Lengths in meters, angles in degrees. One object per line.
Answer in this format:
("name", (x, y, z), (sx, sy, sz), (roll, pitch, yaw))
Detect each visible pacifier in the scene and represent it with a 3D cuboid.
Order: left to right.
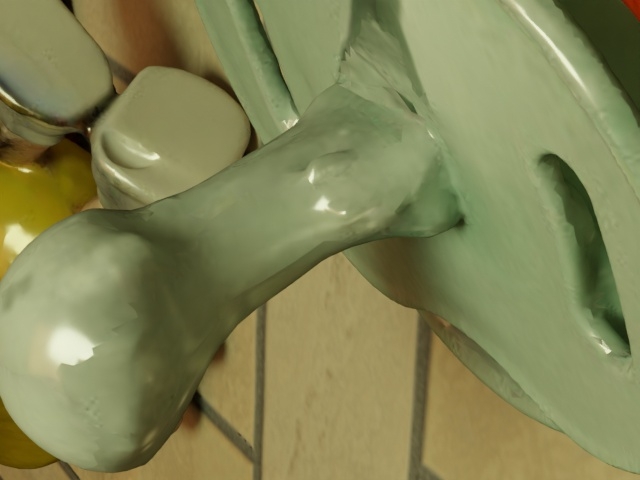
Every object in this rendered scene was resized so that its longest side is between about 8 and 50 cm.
("pacifier", (0.000, 0.000, 0.612), (0.343, 0.269, 0.288), (40, 159, 53))

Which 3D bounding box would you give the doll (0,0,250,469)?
("doll", (-0.201, -0.009, 1.037), (0.423, 0.161, 0.348), (-12, 109, 50))

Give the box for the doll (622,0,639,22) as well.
("doll", (0.156, -0.092, 0.368), (0.363, 0.182, 0.160), (65, -176, 23))

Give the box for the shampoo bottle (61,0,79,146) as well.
("shampoo bottle", (-0.222, -0.175, 1.140), (0.102, 0.064, 0.260), (4, 105, 58))
